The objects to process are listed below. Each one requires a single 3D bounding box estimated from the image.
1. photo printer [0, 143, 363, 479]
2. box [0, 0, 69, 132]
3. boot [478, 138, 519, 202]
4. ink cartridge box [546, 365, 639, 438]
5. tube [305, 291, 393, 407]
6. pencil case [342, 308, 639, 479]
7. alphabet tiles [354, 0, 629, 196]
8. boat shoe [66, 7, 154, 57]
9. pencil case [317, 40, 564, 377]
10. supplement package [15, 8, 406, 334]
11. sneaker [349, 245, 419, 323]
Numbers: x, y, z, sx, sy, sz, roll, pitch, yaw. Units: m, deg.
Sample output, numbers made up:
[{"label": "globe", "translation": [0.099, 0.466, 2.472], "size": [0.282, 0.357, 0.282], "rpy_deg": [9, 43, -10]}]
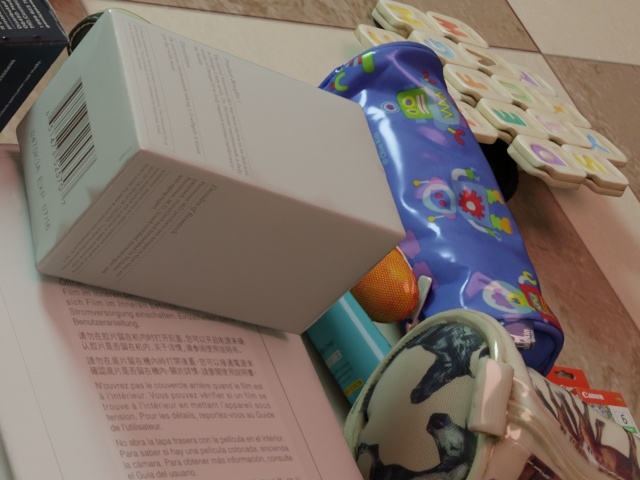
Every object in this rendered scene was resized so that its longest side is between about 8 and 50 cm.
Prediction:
[{"label": "photo printer", "translation": [-0.116, 0.080, 0.798], "size": [0.256, 0.107, 0.308], "rpy_deg": [5, 50, -45]}, {"label": "box", "translation": [-0.270, -0.095, 0.773], "size": [0.207, 0.153, 0.108], "rpy_deg": [-13, 64, -53]}, {"label": "boot", "translation": [0.130, -0.092, 1.312], "size": [0.099, 0.045, 0.121], "rpy_deg": [24, 38, -22]}, {"label": "ink cartridge box", "translation": [0.228, 0.146, 1.177], "size": [0.062, 0.029, 0.115], "rpy_deg": [11, 47, -41]}, {"label": "tube", "translation": [0.024, 0.076, 0.996], "size": [0.052, 0.080, 0.207], "rpy_deg": [-30, 79, -28]}, {"label": "pencil case", "translation": [0.193, 0.203, 0.913], "size": [0.410, 0.183, 0.160], "rpy_deg": [35, 50, -25]}, {"label": "alphabet tiles", "translation": [0.169, -0.139, 1.355], "size": [0.278, 0.021, 0.284], "rpy_deg": [6, 35, -44]}, {"label": "boat shoe", "translation": [-0.111, -0.066, 0.984], "size": [0.224, 0.080, 0.073], "rpy_deg": [57, 29, 8]}, {"label": "pencil case", "translation": [0.082, -0.015, 1.106], "size": [0.133, 0.119, 0.306], "rpy_deg": [10, 47, -39]}, {"label": "supplement package", "translation": [-0.060, -0.032, 0.783], "size": [0.179, 0.105, 0.105], "rpy_deg": [17, 42, -37]}, {"label": "sneaker", "translation": [0.000, 0.000, 1.031], "size": [0.175, 0.064, 0.067], "rpy_deg": [41, 10, 27]}]
